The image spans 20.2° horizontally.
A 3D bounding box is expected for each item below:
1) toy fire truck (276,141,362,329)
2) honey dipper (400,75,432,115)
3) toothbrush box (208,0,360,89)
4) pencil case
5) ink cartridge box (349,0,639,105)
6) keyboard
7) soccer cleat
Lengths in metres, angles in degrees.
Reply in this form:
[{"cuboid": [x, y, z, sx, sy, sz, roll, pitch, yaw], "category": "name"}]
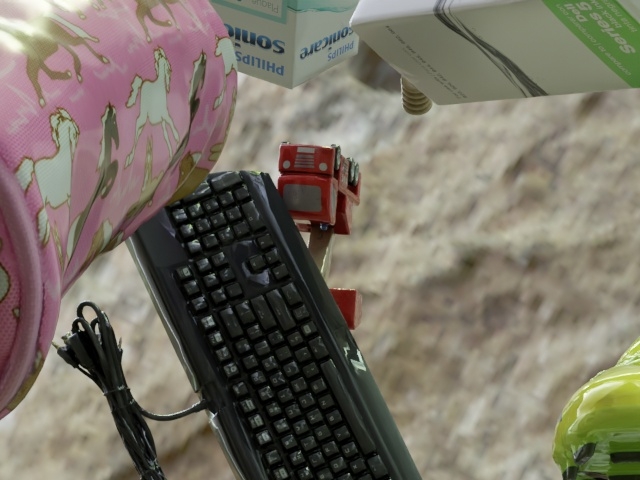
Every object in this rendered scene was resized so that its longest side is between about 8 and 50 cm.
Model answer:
[{"cuboid": [0.000, 0.000, 1.431, 0.192, 0.047, 0.135, 31, 62, -78], "category": "toy fire truck"}, {"cuboid": [0.087, -0.177, 1.656, 0.160, 0.031, 0.030, 83, 11, -54], "category": "honey dipper"}, {"cuboid": [-0.072, -0.323, 1.729, 0.216, 0.126, 0.295, 22, -56, 27], "category": "toothbrush box"}, {"cuboid": [-0.145, -0.042, 0.852, 0.167, 0.160, 0.386, -43, -173, 19], "category": "pencil case"}, {"cuboid": [0.173, -0.212, 1.281, 0.273, 0.115, 0.198, 0, -121, 53], "category": "ink cartridge box"}, {"cuboid": [-0.064, 0.108, 1.285, 0.317, 0.202, 0.033, 63, -16, 14], "category": "keyboard"}, {"cuboid": [0.199, 0.099, 1.101, 0.093, 0.289, 0.121, -3, -103, 19], "category": "soccer cleat"}]
